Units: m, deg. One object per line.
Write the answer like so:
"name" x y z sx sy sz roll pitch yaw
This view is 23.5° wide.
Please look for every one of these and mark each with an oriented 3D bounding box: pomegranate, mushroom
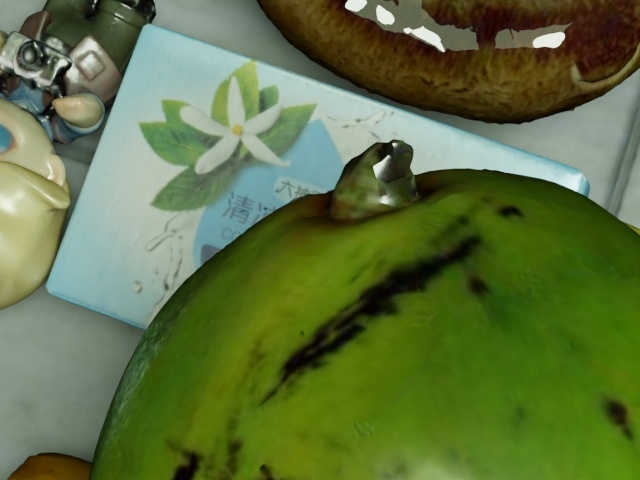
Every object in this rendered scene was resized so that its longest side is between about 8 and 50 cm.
"pomegranate" 0.044 0.131 0.595 0.260 0.260 0.340 -6 93 6
"mushroom" 0.062 -0.149 0.741 0.231 0.194 0.138 31 132 4

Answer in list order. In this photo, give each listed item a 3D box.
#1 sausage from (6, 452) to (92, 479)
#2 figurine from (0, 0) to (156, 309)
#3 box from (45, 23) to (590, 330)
"sausage" -0.022 0.215 0.728 0.328 0.112 0.112 30 88 9
"figurine" -0.155 -0.054 0.777 0.114 0.108 0.196 30 82 12
"box" 0.000 0.000 0.762 0.232 0.083 0.142 20 87 9
